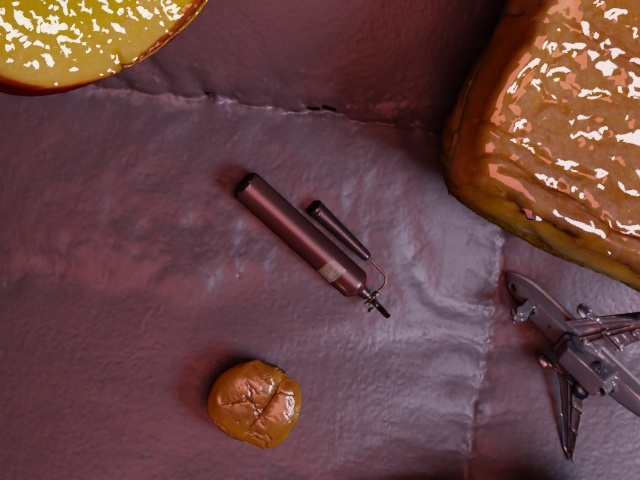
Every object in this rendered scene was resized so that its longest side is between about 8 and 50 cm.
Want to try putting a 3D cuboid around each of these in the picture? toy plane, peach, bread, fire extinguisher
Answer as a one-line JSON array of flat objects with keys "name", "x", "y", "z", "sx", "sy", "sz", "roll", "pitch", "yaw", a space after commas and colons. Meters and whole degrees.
[{"name": "toy plane", "x": 0.246, "y": 0.108, "z": 1.630, "sx": 0.226, "sy": 0.058, "sz": 0.226, "roll": 37, "pitch": 134, "yaw": 7}, {"name": "peach", "x": -0.203, "y": -0.259, "z": 1.425, "sx": 0.274, "sy": 0.248, "sz": 0.245, "roll": -28, "pitch": 63, "yaw": 2}, {"name": "bread", "x": -0.057, "y": 0.142, "z": 1.621, "sx": 0.081, "sy": 0.046, "sz": 0.083, "roll": -33, "pitch": 105, "yaw": 0}, {"name": "bread", "x": 0.290, "y": -0.126, "z": 1.581, "sx": 0.337, "sy": 0.148, "sz": 0.328, "roll": 23, "pitch": 90, "yaw": -16}, {"name": "fire extinguisher", "x": 0.000, "y": 0.000, "z": 1.614, "sx": 0.173, "sy": 0.035, "sz": 0.049, "roll": 43, "pitch": 53, "yaw": -14}]
